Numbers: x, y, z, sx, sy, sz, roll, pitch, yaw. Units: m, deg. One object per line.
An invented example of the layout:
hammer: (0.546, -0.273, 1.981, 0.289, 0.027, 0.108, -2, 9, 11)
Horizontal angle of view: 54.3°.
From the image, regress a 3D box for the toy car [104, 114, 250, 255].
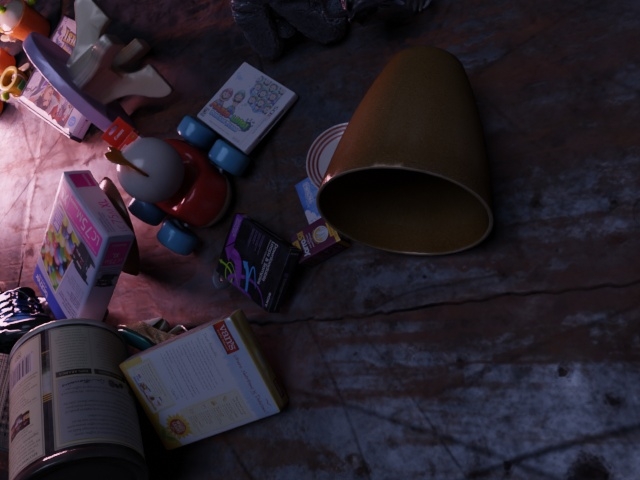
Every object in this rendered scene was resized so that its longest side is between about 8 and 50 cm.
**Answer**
toy car: (-0.292, -0.126, 1.110, 0.210, 0.238, 0.219, 39, 97, 33)

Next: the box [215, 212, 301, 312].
box: (-0.108, 0.035, 1.053, 0.162, 0.029, 0.116, 31, 107, 40)

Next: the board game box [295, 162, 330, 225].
board game box: (0.010, -0.076, 1.047, 0.090, 0.020, 0.090, -31, 62, 20)

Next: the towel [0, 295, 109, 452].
towel: (-0.576, 0.278, 1.286, 0.313, 0.056, 0.324, 1, 75, 28)

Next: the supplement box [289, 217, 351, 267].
supplement box: (0.000, 0.000, 1.017, 0.083, 0.043, 0.054, -31, 64, 21)

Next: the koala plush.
koala plush: (-0.061, -0.483, 1.117, 0.196, 0.203, 0.221, -4, 63, 29)

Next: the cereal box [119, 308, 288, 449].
cereal box: (-0.192, 0.231, 1.021, 0.240, 0.047, 0.172, -24, 96, 22)

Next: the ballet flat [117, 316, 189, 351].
ballet flat: (-0.283, 0.179, 1.132, 0.206, 0.073, 0.067, 17, 56, 30)

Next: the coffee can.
coffee can: (-0.405, 0.295, 1.031, 0.201, 0.202, 0.275, -42, 44, 14)

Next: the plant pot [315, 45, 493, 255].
plant pot: (0.132, -0.142, 0.889, 0.237, 0.237, 0.254, -4, 61, 30)

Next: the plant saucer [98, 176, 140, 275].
plant saucer: (-0.397, -0.022, 1.190, 0.199, 0.036, 0.198, 36, 136, 46)

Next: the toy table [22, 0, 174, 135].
toy table: (-0.446, -0.356, 1.276, 0.161, 0.274, 0.252, -40, 22, 11)

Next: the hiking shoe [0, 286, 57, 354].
hiking shoe: (-0.590, 0.148, 1.206, 0.304, 0.113, 0.132, -7, 65, 42)

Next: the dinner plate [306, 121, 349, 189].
dinner plate: (0.046, -0.131, 1.026, 0.141, 0.017, 0.141, -5, 66, 12)

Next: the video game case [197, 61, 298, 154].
video game case: (-0.140, -0.251, 1.170, 0.157, 0.019, 0.143, 38, 86, 33)

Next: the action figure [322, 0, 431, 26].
action figure: (0.107, -0.431, 1.022, 0.164, 0.141, 0.275, 23, 73, 31)

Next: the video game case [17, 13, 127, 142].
video game case: (-0.591, -0.391, 1.483, 0.275, 0.035, 0.248, 32, 94, 33)

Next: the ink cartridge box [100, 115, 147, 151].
ink cartridge box: (-0.380, -0.188, 1.258, 0.063, 0.115, 0.029, -46, 20, 12)

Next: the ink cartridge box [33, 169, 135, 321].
ink cartridge box: (-0.450, 0.049, 1.154, 0.186, 0.065, 0.311, 48, 126, 28)

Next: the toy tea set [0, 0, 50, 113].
toy tea set: (-0.818, -0.469, 1.586, 0.200, 0.124, 0.335, 7, 80, 32)
